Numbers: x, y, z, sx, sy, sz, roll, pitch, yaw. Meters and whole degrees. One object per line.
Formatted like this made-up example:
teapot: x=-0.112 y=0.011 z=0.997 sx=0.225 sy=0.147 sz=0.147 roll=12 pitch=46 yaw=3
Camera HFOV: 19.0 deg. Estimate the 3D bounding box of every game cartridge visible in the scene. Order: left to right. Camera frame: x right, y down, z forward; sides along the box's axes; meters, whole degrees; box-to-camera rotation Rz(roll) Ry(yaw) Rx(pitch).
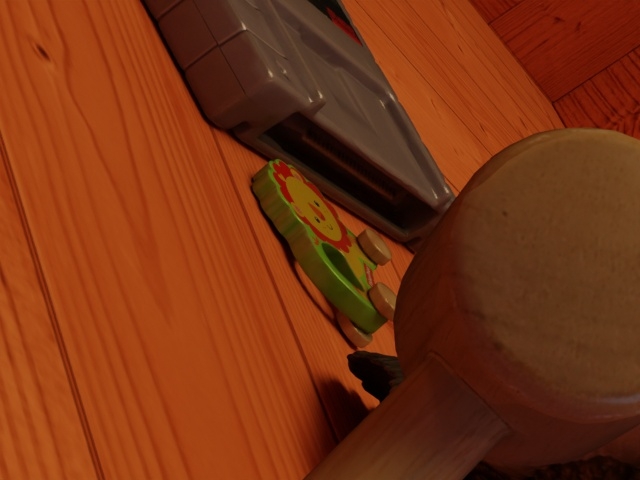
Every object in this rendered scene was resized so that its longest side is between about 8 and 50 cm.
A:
game cartridge: x=-0.024 y=-0.131 z=1.238 sx=0.230 sy=0.068 sz=0.355 roll=66 pitch=15 yaw=21

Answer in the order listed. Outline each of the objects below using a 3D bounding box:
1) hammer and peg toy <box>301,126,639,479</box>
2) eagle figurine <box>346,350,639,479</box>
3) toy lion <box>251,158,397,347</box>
hammer and peg toy: x=0.069 y=0.180 z=0.381 sx=0.361 sy=0.266 sz=0.127 roll=57 pitch=-10 yaw=8
eagle figurine: x=0.125 y=0.126 z=0.865 sx=0.226 sy=0.225 sz=0.298 roll=42 pitch=26 yaw=-14
toy lion: x=0.000 y=0.000 z=1.058 sx=0.096 sy=0.034 sz=0.100 roll=43 pitch=17 yaw=-24
